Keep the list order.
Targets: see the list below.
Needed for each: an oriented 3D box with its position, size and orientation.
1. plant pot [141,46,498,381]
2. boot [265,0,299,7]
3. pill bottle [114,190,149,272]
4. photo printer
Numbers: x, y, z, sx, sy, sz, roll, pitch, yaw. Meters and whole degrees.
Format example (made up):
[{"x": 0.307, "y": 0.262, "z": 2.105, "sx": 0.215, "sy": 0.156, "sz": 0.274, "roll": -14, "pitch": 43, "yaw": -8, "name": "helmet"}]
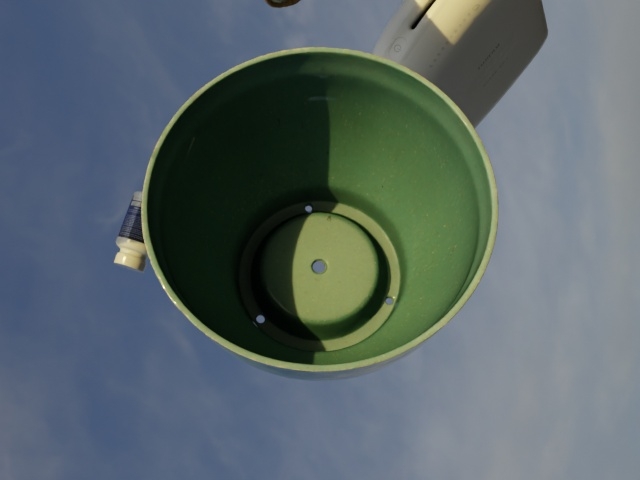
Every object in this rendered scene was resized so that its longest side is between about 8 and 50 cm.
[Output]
[{"x": 0.000, "y": 0.000, "z": 0.816, "sx": 0.196, "sy": 0.292, "sz": 0.293, "roll": 89, "pitch": -170, "yaw": -68, "name": "plant pot"}, {"x": -0.067, "y": -0.418, "z": 0.919, "sx": 0.236, "sy": 0.089, "sz": 0.270, "roll": 94, "pitch": 156, "yaw": -52, "name": "boot"}, {"x": -0.285, "y": -0.013, "z": 1.413, "sx": 0.067, "sy": 0.067, "sz": 0.120, "roll": 33, "pitch": -108, "yaw": -52, "name": "pill bottle"}, {"x": 0.200, "y": -0.282, "z": 1.248, "sx": 0.256, "sy": 0.107, "sz": 0.307, "roll": -50, "pitch": -23, "yaw": 3, "name": "photo printer"}]
